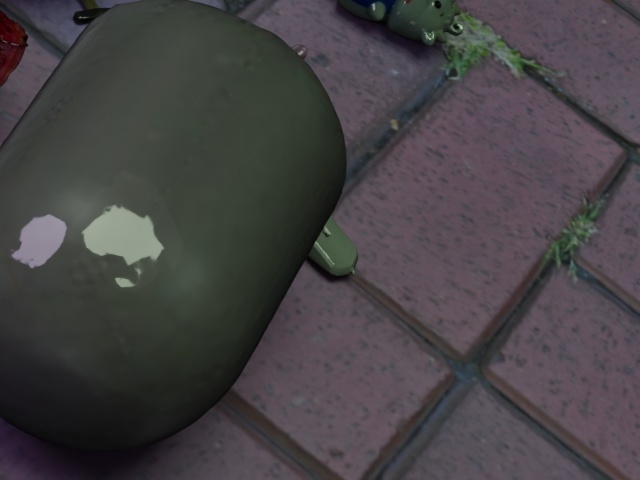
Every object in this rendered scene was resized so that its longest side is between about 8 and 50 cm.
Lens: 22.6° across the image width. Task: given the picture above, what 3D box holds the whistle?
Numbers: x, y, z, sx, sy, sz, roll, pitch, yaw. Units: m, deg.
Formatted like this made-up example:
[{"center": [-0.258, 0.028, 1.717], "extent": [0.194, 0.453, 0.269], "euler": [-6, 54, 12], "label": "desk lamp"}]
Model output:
[{"center": [0.078, -0.330, 2.060], "extent": [0.244, 0.092, 0.110], "euler": [31, 57, -3], "label": "whistle"}]

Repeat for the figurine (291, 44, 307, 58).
[{"center": [-0.134, -0.150, 1.816], "extent": [0.205, 0.102, 0.260], "euler": [7, 41, 27], "label": "figurine"}]

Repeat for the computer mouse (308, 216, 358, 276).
[{"center": [0.000, 0.000, 1.792], "extent": [0.110, 0.032, 0.056], "euler": [51, 49, 4], "label": "computer mouse"}]

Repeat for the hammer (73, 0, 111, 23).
[{"center": [-0.306, -0.339, 1.925], "extent": [0.062, 0.013, 0.199], "euler": [-13, 61, -35], "label": "hammer"}]

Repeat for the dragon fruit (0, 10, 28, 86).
[{"center": [-0.448, -0.213, 1.666], "extent": [0.262, 0.163, 0.189], "euler": [21, 81, -15], "label": "dragon fruit"}]

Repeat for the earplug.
[{"center": [-0.184, 0.006, 1.512], "extent": [0.313, 0.312, 0.394], "euler": [30, 49, -2], "label": "earplug"}]
